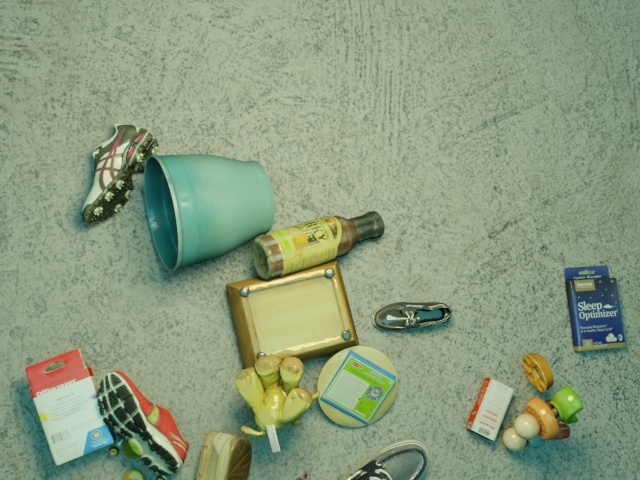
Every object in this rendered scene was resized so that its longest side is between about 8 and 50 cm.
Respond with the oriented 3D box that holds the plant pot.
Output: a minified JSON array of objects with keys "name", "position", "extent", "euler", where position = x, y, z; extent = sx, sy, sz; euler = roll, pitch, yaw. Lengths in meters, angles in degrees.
[{"name":"plant pot","position":[-0.255,-0.081,1.692],"extent":[0.255,0.271,0.272],"euler":[-11,82,-26]}]

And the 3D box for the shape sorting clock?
[{"name":"shape sorting clock","position":[0.091,0.358,1.759],"extent":[0.206,0.040,0.206],"euler":[-2,102,-11]}]

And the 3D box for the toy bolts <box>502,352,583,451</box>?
[{"name":"toy bolts","position":[0.513,0.419,1.766],"extent":[0.158,0.229,0.218],"euler":[-22,49,-10]}]

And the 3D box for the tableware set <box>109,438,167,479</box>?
[{"name":"tableware set","position":[-0.426,0.528,1.674],"extent":[0.154,0.024,0.104],"euler":[40,80,-2]}]

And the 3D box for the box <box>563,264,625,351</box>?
[{"name":"box","position":[0.731,0.179,1.915],"extent":[0.136,0.036,0.226],"euler":[-4,80,-10]}]

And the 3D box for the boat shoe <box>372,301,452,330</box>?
[{"name":"boat shoe","position":[0.235,0.188,1.815],"extent":[0.205,0.065,0.075],"euler":[-4,81,-10]}]

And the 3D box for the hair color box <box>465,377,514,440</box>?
[{"name":"hair color box","position":[0.430,0.428,1.819],"extent":[0.071,0.043,0.141],"euler":[27,76,-4]}]

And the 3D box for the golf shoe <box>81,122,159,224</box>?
[{"name":"golf shoe","position":[-0.510,-0.163,1.747],"extent":[0.120,0.105,0.273],"euler":[27,71,12]}]

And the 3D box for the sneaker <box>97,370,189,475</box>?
[{"name":"sneaker","position":[-0.404,0.409,1.647],"extent":[0.107,0.118,0.279],"euler":[-28,101,21]}]

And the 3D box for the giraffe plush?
[{"name":"giraffe plush","position":[-0.084,0.369,1.667],"extent":[0.181,0.170,0.211],"euler":[-1,85,19]}]

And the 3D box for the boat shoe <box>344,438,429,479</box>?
[{"name":"boat shoe","position":[0.130,0.594,1.682],"extent":[0.340,0.158,0.127],"euler":[-33,87,-13]}]

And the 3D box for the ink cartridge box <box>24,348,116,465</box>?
[{"name":"ink cartridge box","position":[-0.573,0.378,1.644],"extent":[0.134,0.078,0.231],"euler":[-20,84,-13]}]

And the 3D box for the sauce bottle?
[{"name":"sauce bottle","position":[0.000,0.000,1.761],"extent":[0.344,0.111,0.112],"euler":[-18,84,-29]}]

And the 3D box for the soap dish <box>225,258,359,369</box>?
[{"name":"soap dish","position":[-0.064,0.182,1.740],"extent":[0.290,0.118,0.229],"euler":[-13,83,-10]}]

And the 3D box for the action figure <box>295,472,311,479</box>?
[{"name":"action figure","position":[-0.075,0.601,1.716],"extent":[0.115,0.030,0.038],"euler":[-30,92,-11]}]

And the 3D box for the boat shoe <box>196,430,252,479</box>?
[{"name":"boat shoe","position":[-0.250,0.617,1.651],"extent":[0.110,0.121,0.341],"euler":[5,74,29]}]
